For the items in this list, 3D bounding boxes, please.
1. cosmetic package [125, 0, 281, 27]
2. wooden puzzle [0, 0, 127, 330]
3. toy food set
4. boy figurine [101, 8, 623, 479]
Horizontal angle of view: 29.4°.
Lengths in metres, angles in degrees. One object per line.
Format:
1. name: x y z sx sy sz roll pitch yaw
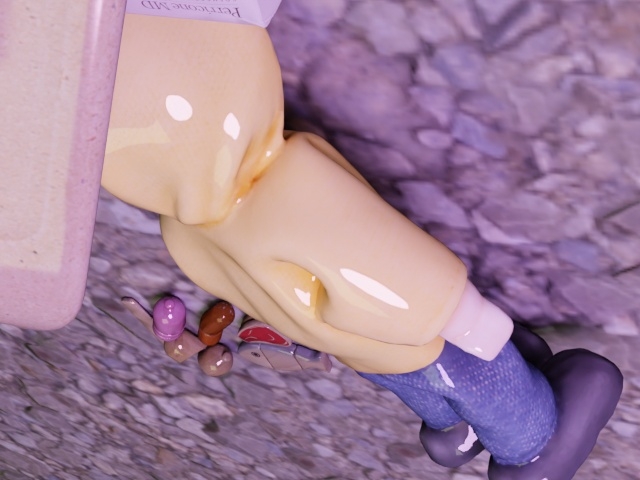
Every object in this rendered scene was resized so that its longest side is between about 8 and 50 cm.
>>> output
1. cosmetic package: -0.127 -0.134 0.415 0.239 0.060 0.099 9 148 22
2. wooden puzzle: -0.195 -0.149 0.284 0.322 0.080 0.348 10 122 -7
3. toy food set: -0.061 0.058 0.717 0.122 0.019 0.078 -1 143 35
4. boy figurine: 0.000 0.000 0.512 0.285 0.092 0.177 44 167 -27
